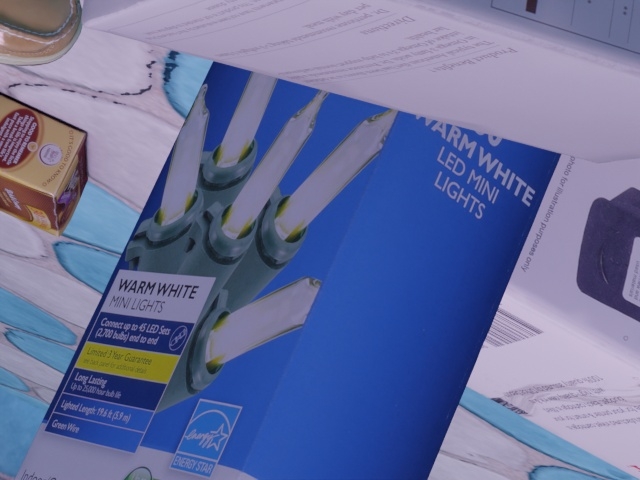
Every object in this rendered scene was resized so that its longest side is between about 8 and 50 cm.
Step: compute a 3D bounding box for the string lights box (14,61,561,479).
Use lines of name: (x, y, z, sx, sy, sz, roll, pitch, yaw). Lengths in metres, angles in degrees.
string lights box: (0.000, 0.000, 0.617, 0.077, 0.259, 0.133, 34, 161, -33)

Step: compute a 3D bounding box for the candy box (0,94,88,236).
candy box: (-0.248, -0.073, 1.149, 0.187, 0.053, 0.109, 23, 164, 0)

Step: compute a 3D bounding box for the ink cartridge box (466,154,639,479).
ink cartridge box: (0.121, 0.023, 0.813, 0.237, 0.100, 0.172, 29, 164, -11)

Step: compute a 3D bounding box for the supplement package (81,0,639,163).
supplement package: (0.045, -0.090, 0.455, 0.179, 0.105, 0.105, 13, 171, -30)

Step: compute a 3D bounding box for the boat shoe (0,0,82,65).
boat shoe: (-0.194, -0.147, 0.802, 0.190, 0.068, 0.072, 28, 153, -10)
